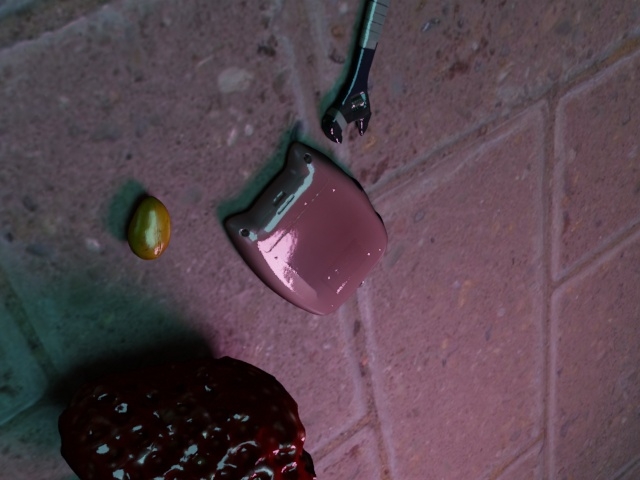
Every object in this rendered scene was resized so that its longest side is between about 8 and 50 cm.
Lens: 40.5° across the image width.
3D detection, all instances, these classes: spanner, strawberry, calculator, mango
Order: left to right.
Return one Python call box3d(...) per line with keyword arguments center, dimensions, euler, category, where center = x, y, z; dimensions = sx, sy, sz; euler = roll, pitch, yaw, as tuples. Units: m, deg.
box3d(center=(-0.230, -0.017, 1.169), dimensions=(0.060, 0.046, 0.089), euler=(-11, 119, -35), category="mango")
box3d(center=(-0.193, 0.285, 1.238), dimensions=(0.345, 0.318, 0.295), euler=(31, 126, -32), category="strawberry")
box3d(center=(0.000, 0.000, 1.378), dimensions=(0.220, 0.048, 0.329), euler=(-51, 139, -5), category="calculator")
box3d(center=(0.074, -0.292, 1.273), dimensions=(0.087, 0.024, 0.316), euler=(-3, 117, -41), category="spanner")
